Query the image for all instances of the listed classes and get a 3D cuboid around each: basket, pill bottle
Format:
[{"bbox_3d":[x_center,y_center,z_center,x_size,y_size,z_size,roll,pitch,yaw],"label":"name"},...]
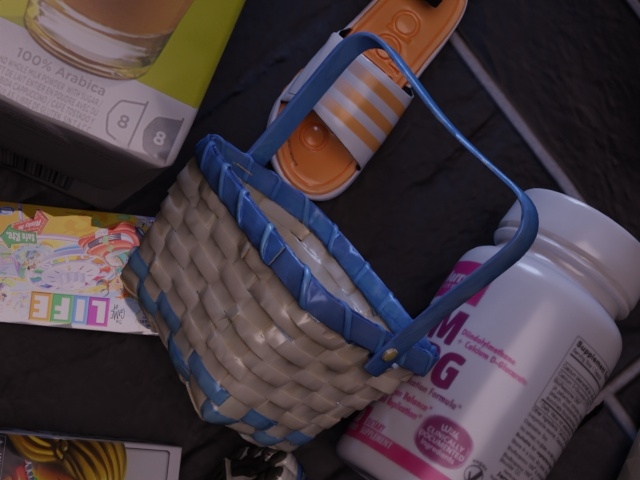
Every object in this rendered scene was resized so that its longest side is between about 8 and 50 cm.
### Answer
[{"bbox_3d":[0.000,0.000,0.917,0.289,0.201,0.255,-46,50,15],"label":"basket"},{"bbox_3d":[0.153,0.107,0.986,0.160,0.160,0.283,36,79,-3],"label":"pill bottle"}]

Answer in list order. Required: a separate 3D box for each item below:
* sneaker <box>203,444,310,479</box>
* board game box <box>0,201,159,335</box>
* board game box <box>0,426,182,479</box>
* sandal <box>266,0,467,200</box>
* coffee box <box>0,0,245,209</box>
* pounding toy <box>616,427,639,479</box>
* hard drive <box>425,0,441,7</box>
[{"bbox_3d":[-0.068,0.333,0.917,0.147,0.129,0.330,43,61,-28],"label":"sneaker"},{"bbox_3d":[-0.208,0.026,1.006,0.154,0.026,0.103,5,83,-8],"label":"board game box"},{"bbox_3d":[-0.227,0.309,0.936,0.193,0.053,0.305,9,82,-22],"label":"board game box"},{"bbox_3d":[0.045,-0.160,1.044,0.102,0.076,0.265,36,79,-3],"label":"sandal"},{"bbox_3d":[-0.224,-0.249,0.863,0.337,0.338,0.334,25,80,-13],"label":"coffee box"},{"bbox_3d":[0.396,0.200,1.053,0.206,0.094,0.181,32,74,-13],"label":"pounding toy"},{"bbox_3d":[0.108,-0.289,1.075,0.094,0.022,0.135,40,60,-2],"label":"hard drive"}]
